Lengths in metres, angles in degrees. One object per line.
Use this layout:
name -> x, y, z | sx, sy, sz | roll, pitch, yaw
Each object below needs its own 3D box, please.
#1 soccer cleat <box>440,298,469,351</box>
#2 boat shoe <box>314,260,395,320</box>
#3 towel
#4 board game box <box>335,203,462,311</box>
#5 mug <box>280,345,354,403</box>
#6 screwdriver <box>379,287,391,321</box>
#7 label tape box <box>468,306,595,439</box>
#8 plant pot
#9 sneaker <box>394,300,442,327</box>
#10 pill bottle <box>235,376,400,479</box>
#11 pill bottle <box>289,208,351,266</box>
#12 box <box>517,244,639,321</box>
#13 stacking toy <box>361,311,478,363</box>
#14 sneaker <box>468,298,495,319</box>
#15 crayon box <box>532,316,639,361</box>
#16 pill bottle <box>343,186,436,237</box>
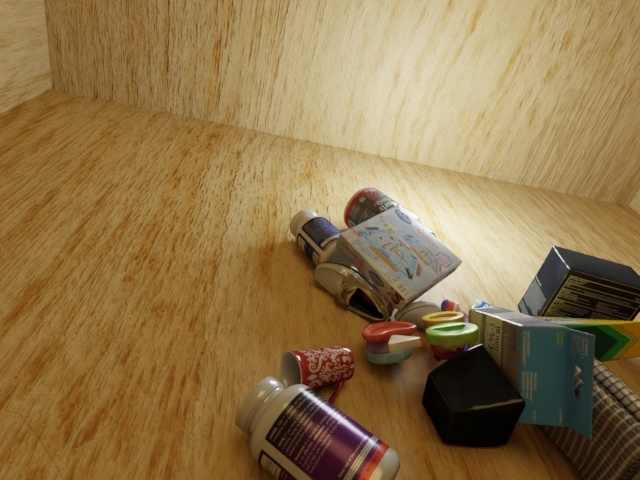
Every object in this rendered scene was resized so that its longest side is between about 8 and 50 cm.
soccer cleat -> 0.426, 0.298, 1.317 | 0.095, 0.083, 0.248 | -15, 67, -19
boat shoe -> 0.104, 0.165, 1.426 | 0.302, 0.113, 0.103 | 25, 26, 15
towel -> 0.662, 0.456, 1.037 | 0.121, 0.284, 0.235 | -15, 38, -17
board game box -> 0.271, 0.044, 1.478 | 0.318, 0.066, 0.319 | -26, 62, -34
mug -> -0.004, 0.348, 1.113 | 0.169, 0.150, 0.113 | -2, -2, -33
screwdriver -> 0.211, 0.230, 1.345 | 0.024, 0.170, 0.025 | -11, -2, -39
label tape box -> 0.509, 0.316, 1.088 | 0.106, 0.241, 0.333 | 0, 1, -13
plant pot -> 0.367, 0.408, 1.089 | 0.167, 0.187, 0.188 | -10, 37, -14
sneaker -> 0.370, 0.258, 1.409 | 0.258, 0.094, 0.091 | 1, 35, -19
pill bottle -> -0.013, 0.423, 0.878 | 0.323, 0.181, 0.181 | 30, 33, 23
pill bottle -> 0.000, 0.000, 1.612 | 0.153, 0.153, 0.265 | -9, 38, -34
box -> 0.929, 0.211, 1.537 | 0.296, 0.294, 0.183 | 16, 30, 1
stacking toy -> 0.279, 0.296, 1.170 | 0.309, 0.130, 0.279 | -8, 1, -4
sneaker -> 0.581, 0.262, 1.529 | 0.084, 0.058, 0.152 | 20, 23, 25
crayon box -> 0.679, 0.287, 1.288 | 0.313, 0.106, 0.363 | 0, -7, -23
pill bottle -> 0.282, -0.055, 1.773 | 0.210, 0.210, 0.363 | -13, 40, -39
